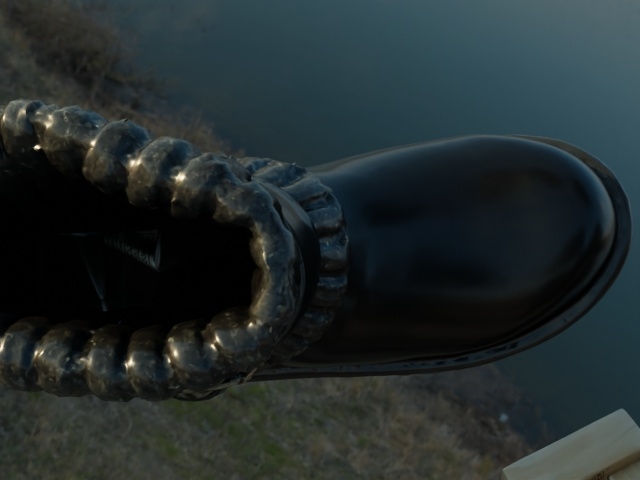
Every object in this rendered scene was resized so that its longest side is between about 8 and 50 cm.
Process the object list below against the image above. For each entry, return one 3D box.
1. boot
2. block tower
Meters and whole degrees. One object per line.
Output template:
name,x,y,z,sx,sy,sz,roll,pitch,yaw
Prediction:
boot,0.000,0.004,0.513,0.347,0.260,0.131,-13,78,1
block tower,0.176,0.256,0.737,0.091,0.335,0.097,-24,50,-15
